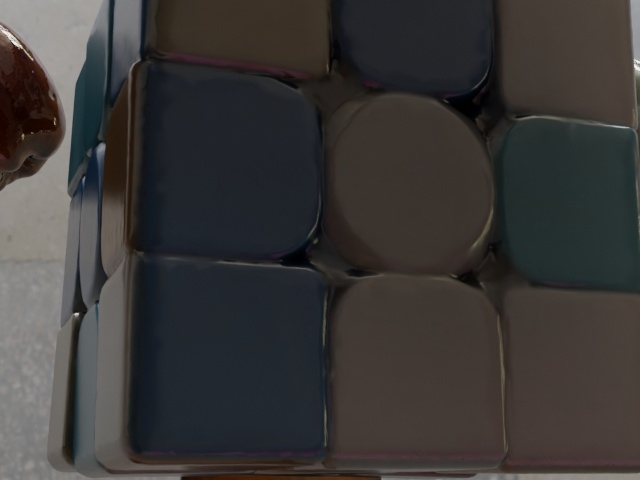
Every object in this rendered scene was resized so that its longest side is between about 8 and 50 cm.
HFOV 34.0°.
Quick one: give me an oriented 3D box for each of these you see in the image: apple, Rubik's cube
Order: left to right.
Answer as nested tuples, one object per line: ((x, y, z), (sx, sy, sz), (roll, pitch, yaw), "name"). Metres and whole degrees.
((-0.435, -0.166, 1.287), (0.234, 0.234, 0.234), (5, 55, -7), "apple")
((0.000, 0.000, 0.772), (0.347, 0.344, 0.346), (4, 75, -21), "Rubik's cube")

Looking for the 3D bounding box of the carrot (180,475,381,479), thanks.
((-0.048, 0.222, 1.063), (0.196, 0.254, 0.195), (0, 87, -7), "carrot")

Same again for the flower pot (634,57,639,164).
((0.347, -0.103, 1.280), (0.195, 0.246, 0.246), (49, 59, 1), "flower pot")
